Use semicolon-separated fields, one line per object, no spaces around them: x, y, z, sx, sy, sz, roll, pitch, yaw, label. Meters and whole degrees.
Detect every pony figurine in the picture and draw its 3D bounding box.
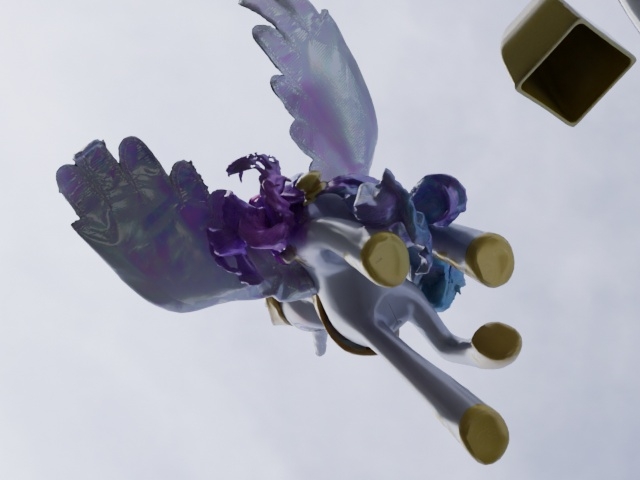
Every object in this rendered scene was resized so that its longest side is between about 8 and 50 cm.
0.000;0.000;1.379;0.303;0.351;0.363;-40;-151;-18;pony figurine

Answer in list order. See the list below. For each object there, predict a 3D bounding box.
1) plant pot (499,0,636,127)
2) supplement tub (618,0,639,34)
0.200;-0.163;1.393;0.081;0.081;0.083;-48;-141;19;plant pot
0.188;-0.123;0.491;0.144;0.200;0.144;21;-56;35;supplement tub
